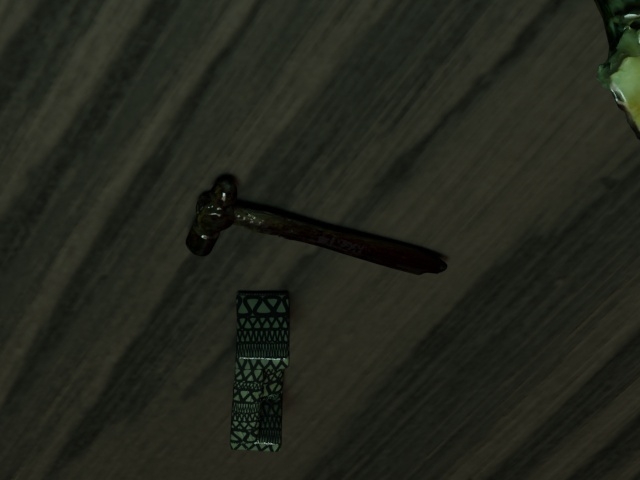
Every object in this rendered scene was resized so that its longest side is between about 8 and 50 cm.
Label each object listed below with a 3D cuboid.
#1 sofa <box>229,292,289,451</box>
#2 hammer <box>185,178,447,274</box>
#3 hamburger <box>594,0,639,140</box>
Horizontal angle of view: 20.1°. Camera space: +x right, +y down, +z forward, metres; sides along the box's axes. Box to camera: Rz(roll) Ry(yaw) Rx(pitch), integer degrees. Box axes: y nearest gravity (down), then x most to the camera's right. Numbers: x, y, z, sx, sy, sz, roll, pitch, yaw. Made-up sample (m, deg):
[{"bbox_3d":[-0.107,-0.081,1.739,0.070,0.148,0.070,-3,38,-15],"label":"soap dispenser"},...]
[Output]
[{"bbox_3d":[-0.042,0.093,1.256,0.039,0.060,0.118,3,140,-1],"label":"sofa"},{"bbox_3d":[0.000,0.000,1.182,0.178,0.021,0.065,13,138,-22],"label":"hammer"},{"bbox_3d":[0.276,-0.100,0.990,0.211,0.132,0.309,-22,137,21],"label":"hamburger"}]
